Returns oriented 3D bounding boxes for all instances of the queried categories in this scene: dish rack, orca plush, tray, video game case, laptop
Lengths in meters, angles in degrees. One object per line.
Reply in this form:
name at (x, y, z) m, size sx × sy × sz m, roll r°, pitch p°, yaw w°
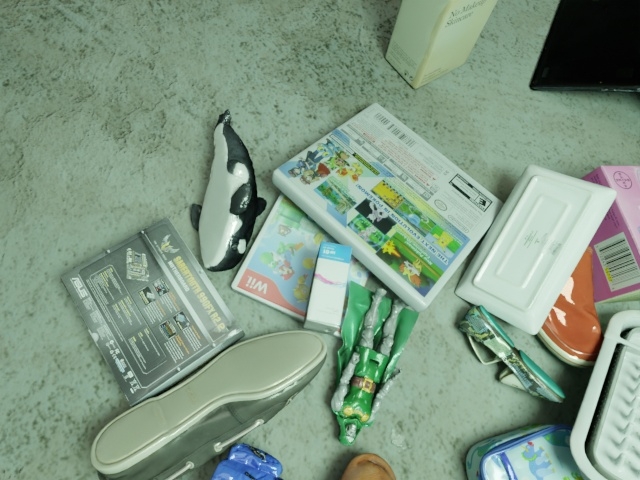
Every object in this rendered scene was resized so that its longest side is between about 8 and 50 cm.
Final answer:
dish rack at (0.512, 0.258, 0.536) m, size 0.285 × 0.073 × 0.332 m, roll 22°, pitch 46°, yaw 34°
orca plush at (-0.149, -0.078, 0.718) m, size 0.151 × 0.102 × 0.288 m, roll -34°, pitch 56°, yaw 29°
tray at (0.349, 0.003, 0.673) m, size 0.145 × 0.030 × 0.271 m, roll 29°, pitch 87°, yaw 33°
video game case at (0.000, 0.000, 0.715) m, size 0.203 × 0.025 × 0.285 m, roll 24°, pitch 68°, yaw 4°
video game case at (0.131, -0.083, 0.725) m, size 0.329 × 0.036 × 0.300 m, roll 42°, pitch 58°, yaw 10°
laptop at (0.754, -0.395, 0.957) m, size 0.407 × 0.236 × 0.382 m, roll 14°, pitch 64°, yaw 31°

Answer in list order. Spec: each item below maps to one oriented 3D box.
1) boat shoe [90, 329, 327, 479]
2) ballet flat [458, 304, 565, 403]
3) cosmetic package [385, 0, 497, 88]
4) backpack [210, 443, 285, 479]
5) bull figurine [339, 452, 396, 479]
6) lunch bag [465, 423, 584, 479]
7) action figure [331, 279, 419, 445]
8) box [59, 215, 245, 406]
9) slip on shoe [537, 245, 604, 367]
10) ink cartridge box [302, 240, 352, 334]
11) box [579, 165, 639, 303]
boat shoe at (-0.139, 0.237, 0.581) m, size 0.334 × 0.096 × 0.112 m, roll -23°, pitch 37°, yaw -18°
ballet flat at (0.298, 0.191, 0.654) m, size 0.070 × 0.070 × 0.188 m, roll -34°, pitch 71°, yaw -17°
cosmetic package at (0.248, -0.463, 0.772) m, size 0.160 × 0.309 × 0.113 m, roll -32°, pitch 74°, yaw -16°
backpack at (-0.086, 0.334, 0.532) m, size 0.120 × 0.098 × 0.101 m, roll 26°, pitch 64°, yaw 5°
bull figurine at (0.022, 0.435, 0.503) m, size 0.188 × 0.101 × 0.310 m, roll 38°, pitch 73°, yaw 4°
lunch bag at (0.312, 0.383, 0.561) m, size 0.175 × 0.090 × 0.219 m, roll -12°, pitch 69°, yaw -8°
action figure at (0.074, 0.193, 0.624) m, size 0.137 × 0.063 × 0.233 m, roll 24°, pitch 72°, yaw -11°
box at (-0.256, 0.102, 0.630) m, size 0.183 × 0.056 × 0.231 m, roll -34°, pitch 75°, yaw -18°
slip on shoe at (0.410, 0.045, 0.699) m, size 0.122 × 0.101 × 0.332 m, roll 1°, pitch 69°, yaw -8°
ink cartridge box at (0.010, 0.075, 0.623) m, size 0.052 × 0.088 × 0.123 m, roll 11°, pitch 68°, yaw -2°
box at (0.586, -0.012, 0.718) m, size 0.242 × 0.117 × 0.214 m, roll -2°, pitch 68°, yaw -13°
